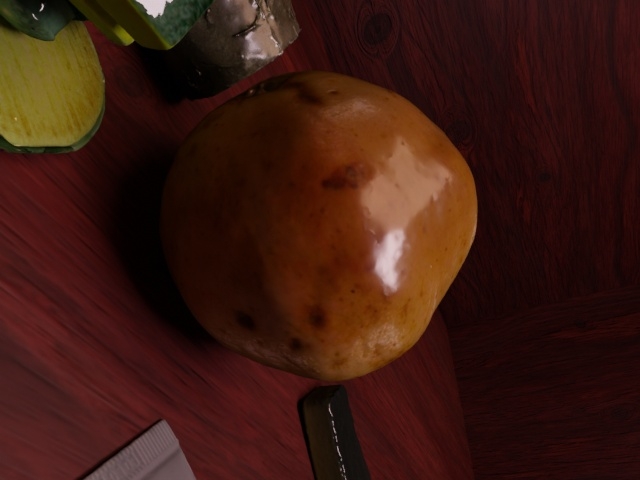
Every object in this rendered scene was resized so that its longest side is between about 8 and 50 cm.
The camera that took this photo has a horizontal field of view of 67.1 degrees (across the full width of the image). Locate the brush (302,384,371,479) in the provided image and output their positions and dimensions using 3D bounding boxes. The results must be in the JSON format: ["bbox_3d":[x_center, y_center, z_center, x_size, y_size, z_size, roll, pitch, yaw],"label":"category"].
[{"bbox_3d":[0.029,0.360,0.849,0.123,0.059,0.197,2,72,-73],"label":"brush"}]

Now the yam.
[{"bbox_3d":[-0.175,-0.385,0.641,0.241,0.240,0.348,-82,153,-53],"label":"yam"}]

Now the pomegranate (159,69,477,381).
[{"bbox_3d":[0.000,0.000,0.617,0.410,0.409,0.411,-17,90,-72],"label":"pomegranate"}]

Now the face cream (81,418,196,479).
[{"bbox_3d":[-0.105,0.387,0.392,0.421,0.137,0.234,62,19,2],"label":"face cream"}]

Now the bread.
[{"bbox_3d":[-0.287,-0.181,0.432,0.228,0.033,0.229,53,28,-44],"label":"bread"}]

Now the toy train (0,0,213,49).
[{"bbox_3d":[-0.096,-0.343,0.399,0.442,0.272,0.179,-55,135,-10],"label":"toy train"}]
